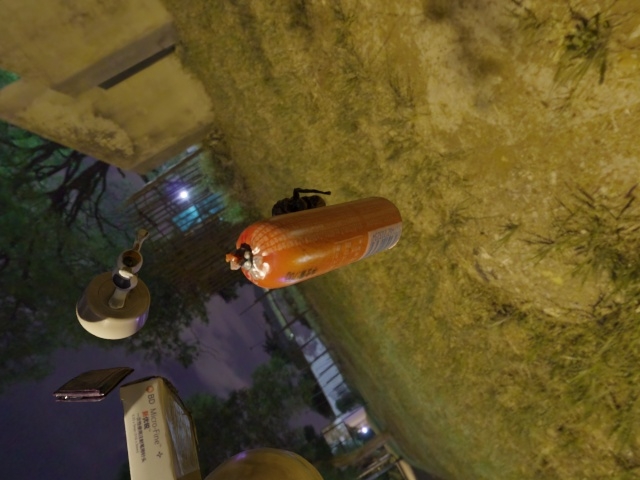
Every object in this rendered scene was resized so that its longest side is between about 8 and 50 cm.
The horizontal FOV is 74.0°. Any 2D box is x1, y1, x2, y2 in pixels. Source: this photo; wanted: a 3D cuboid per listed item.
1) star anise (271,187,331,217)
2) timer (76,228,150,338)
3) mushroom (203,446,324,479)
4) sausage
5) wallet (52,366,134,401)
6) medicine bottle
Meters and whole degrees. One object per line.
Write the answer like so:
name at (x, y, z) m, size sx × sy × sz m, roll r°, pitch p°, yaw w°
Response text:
star anise at (-0.038, -0.084, 0.954) m, size 0.190 × 0.097 × 0.070 m, roll 0°, pitch 97°, yaw 45°
timer at (-0.487, 0.103, 1.053) m, size 0.175 × 0.266 × 0.175 m, roll 22°, pitch -140°, yaw -20°
mushroom at (-0.097, 0.504, 0.702) m, size 0.325 × 0.352 × 0.353 m, roll -82°, pitch -31°, yaw -55°
sausage at (0.000, 0.000, 0.579) m, size 0.312 × 0.093 × 0.093 m, roll -17°, pitch -109°, yaw -50°
wallet at (-0.566, 0.355, 1.063) m, size 0.111 × 0.165 × 0.030 m, roll -54°, pitch -49°, yaw -64°
medicine bottle at (-0.163, 0.275, 0.477) m, size 0.171 × 0.052 × 0.201 m, roll 93°, pitch 156°, yaw -53°
